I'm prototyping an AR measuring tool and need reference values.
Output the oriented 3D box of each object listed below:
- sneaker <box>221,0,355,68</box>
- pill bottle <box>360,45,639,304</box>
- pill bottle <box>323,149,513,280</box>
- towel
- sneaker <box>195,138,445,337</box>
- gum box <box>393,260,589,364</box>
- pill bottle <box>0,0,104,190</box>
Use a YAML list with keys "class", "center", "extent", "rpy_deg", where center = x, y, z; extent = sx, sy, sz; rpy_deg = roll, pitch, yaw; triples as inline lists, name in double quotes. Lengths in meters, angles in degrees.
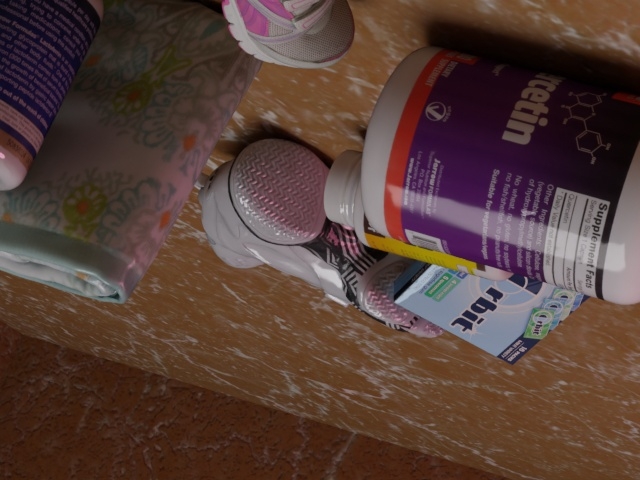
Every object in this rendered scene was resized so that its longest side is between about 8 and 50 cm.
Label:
- class: "sneaker"
  center: [-0.027, -0.220, 1.247]
  extent: [0.111, 0.103, 0.252]
  rpy_deg: [14, 163, 34]
- class: "pill bottle"
  center: [0.209, -0.053, 1.331]
  extent: [0.323, 0.181, 0.181]
  rpy_deg: [16, 163, 19]
- class: "pill bottle"
  center: [0.116, -0.036, 1.630]
  extent: [0.215, 0.117, 0.117]
  rpy_deg: [15, 163, 24]
- class: "towel"
  center: [-0.276, -0.122, 1.513]
  extent: [0.374, 0.320, 0.090]
  rpy_deg: [16, 158, 25]
- class: "sneaker"
  center: [0.000, 0.000, 1.893]
  extent: [0.366, 0.137, 0.210]
  rpy_deg: [35, 162, -26]
- class: "gum box"
  center: [0.207, 0.055, 1.799]
  extent: [0.184, 0.041, 0.157]
  rpy_deg: [28, 126, -20]
- class: "pill bottle"
  center: [-0.294, -0.193, 1.403]
  extent: [0.153, 0.264, 0.153]
  rpy_deg: [22, 165, 6]
